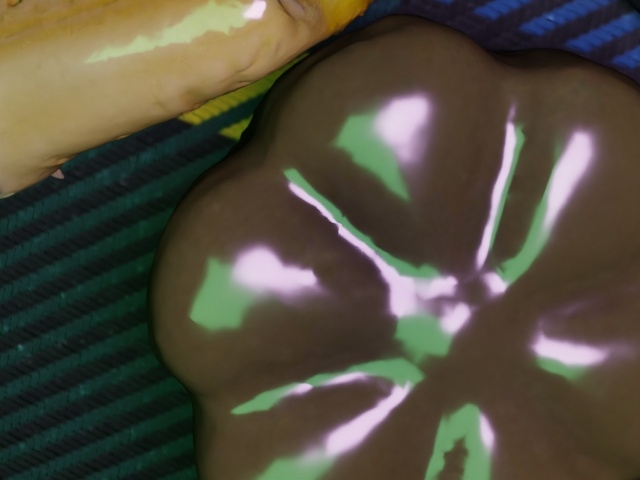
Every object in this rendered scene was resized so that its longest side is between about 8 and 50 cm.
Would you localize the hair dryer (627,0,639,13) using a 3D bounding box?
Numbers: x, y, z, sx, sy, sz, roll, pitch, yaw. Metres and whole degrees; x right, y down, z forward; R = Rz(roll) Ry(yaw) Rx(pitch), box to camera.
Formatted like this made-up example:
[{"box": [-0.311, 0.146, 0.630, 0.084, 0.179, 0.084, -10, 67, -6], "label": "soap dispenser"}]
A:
[{"box": [0.287, -0.218, 1.169, 0.128, 0.255, 0.070, 44, 85, 1], "label": "hair dryer"}]

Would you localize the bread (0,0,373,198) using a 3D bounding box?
[{"box": [-0.138, -0.253, 1.241, 0.394, 0.250, 0.361, -19, 81, 12], "label": "bread"}]

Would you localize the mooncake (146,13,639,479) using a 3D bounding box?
[{"box": [0.092, 0.056, 1.232, 0.467, 0.262, 0.467, -1, 96, -5], "label": "mooncake"}]
